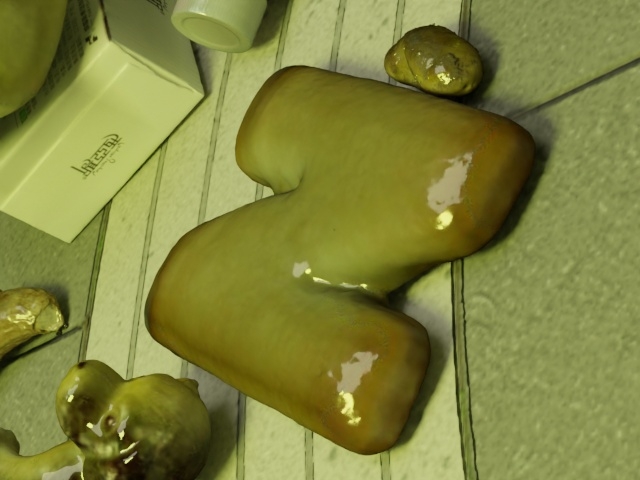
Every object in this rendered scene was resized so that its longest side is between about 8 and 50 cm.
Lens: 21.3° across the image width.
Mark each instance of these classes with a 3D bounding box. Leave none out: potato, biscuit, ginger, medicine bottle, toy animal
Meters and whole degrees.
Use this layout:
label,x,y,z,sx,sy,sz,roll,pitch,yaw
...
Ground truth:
label,x,y,z,sx,sy,sz,roll,pitch,yaw
potato,0.077,-0.122,1.143,0.092,0.045,0.046,30,113,59
biscuit,0.000,0.000,1.139,0.290,0.062,0.237,25,86,53
ginger,-0.342,0.156,1.443,0.334,0.081,0.148,-50,21,12
medicine bottle,-0.045,-0.279,1.360,0.095,0.095,0.260,0,68,51
toy animal,-0.174,0.185,1.173,0.168,0.121,0.233,14,74,51

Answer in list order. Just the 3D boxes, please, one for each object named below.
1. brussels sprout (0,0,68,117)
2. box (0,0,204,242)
label,x,y,z,sx,sy,sz,roll,pitch,yaw
brussels sprout,-0.352,-0.184,1.367,0.328,0.247,0.328,-10,75,42
box,-0.217,-0.160,1.473,0.194,0.111,0.260,-44,41,24
